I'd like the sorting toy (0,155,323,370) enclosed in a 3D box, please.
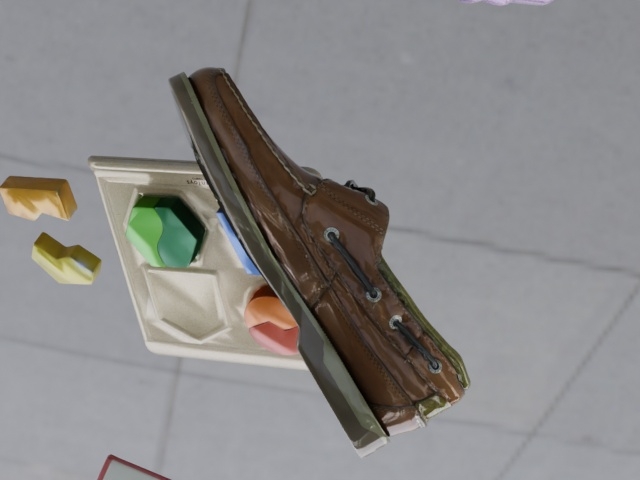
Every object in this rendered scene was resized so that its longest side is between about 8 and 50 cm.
[{"bbox_3d":[-0.123,0.024,1.454,0.307,0.041,0.229,4,130,24],"label":"sorting toy"}]

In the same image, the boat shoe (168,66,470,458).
[{"bbox_3d":[0.000,0.000,1.228,0.104,0.307,0.111,-29,-171,-1],"label":"boat shoe"}]

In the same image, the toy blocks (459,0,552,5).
[{"bbox_3d":[0.176,-0.223,0.857,0.260,0.288,0.309,26,116,-27],"label":"toy blocks"}]

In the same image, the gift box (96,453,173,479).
[{"bbox_3d":[-0.047,0.304,1.015,0.255,0.276,0.258,15,165,16],"label":"gift box"}]
